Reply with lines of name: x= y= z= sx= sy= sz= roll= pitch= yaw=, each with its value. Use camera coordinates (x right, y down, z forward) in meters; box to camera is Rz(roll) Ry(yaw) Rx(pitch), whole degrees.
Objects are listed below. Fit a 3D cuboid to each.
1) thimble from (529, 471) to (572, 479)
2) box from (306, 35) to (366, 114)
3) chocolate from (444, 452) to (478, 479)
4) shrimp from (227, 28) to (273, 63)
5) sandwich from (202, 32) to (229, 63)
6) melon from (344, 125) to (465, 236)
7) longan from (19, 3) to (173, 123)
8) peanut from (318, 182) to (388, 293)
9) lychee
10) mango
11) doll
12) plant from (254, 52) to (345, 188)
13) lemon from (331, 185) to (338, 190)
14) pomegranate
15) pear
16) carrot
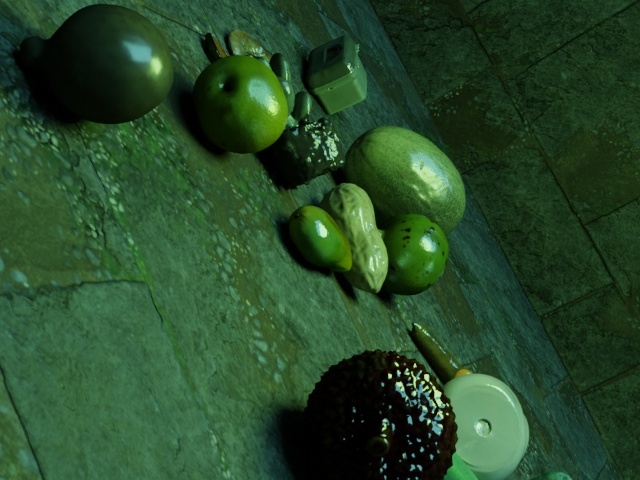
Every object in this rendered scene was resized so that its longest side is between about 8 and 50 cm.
thimble: x=0.520 y=0.625 z=2.074 sx=0.198 sy=0.143 sz=0.235 roll=56 pitch=17 yaw=-13
box: x=0.046 y=-0.443 z=2.452 sx=0.129 sy=0.148 sz=0.210 roll=59 pitch=19 yaw=-29
chocolate: x=0.238 y=0.447 z=1.690 sx=0.291 sy=0.110 sz=0.110 roll=50 pitch=21 yaw=-35
shrimp: x=-0.129 y=-0.393 z=2.070 sx=0.219 sy=0.046 sz=0.152 roll=19 pitch=43 yaw=-57
sandwich: x=-0.205 y=-0.372 z=1.882 sx=0.101 sy=0.026 sz=0.069 roll=51 pitch=16 yaw=-34
melon: x=0.202 y=-0.132 z=2.222 sx=0.329 sy=0.249 sz=0.248 roll=45 pitch=22 yaw=-16
longan: x=-0.303 y=-0.243 z=1.251 sx=0.204 sy=0.159 sz=0.185 roll=4 pitch=29 yaw=-23
peanut: x=0.069 y=-0.010 z=1.905 sx=0.123 sy=0.124 sz=0.256 roll=32 pitch=34 yaw=-54
lychee: x=0.085 y=0.276 z=1.354 sx=0.236 sy=0.236 sz=0.271 roll=59 pitch=-3 yaw=-3
mango: x=-0.002 y=-0.003 z=1.773 sx=0.122 sy=0.085 sz=0.191 roll=57 pitch=6 yaw=23
doll: x=0.301 y=0.381 z=1.860 sx=0.221 sy=0.221 sz=0.251 roll=29 pitch=52 yaw=-56
plant: x=-0.065 y=-0.242 z=1.853 sx=0.274 sy=0.146 sz=0.149 roll=57 pitch=-25 yaw=-2
lemon: x=0.053 y=-0.093 z=2.069 sx=0.083 sy=0.062 sz=0.062 roll=50 pitch=21 yaw=-33
pomegranate: x=0.170 y=0.021 z=2.044 sx=0.248 sy=0.202 sz=0.202 roll=24 pitch=31 yaw=-15
pear: x=-0.140 y=-0.231 z=1.660 sx=0.180 sy=0.166 sz=0.216 roll=54 pitch=-7 yaw=22
carrot: x=0.311 y=0.311 z=2.130 sx=0.342 sy=0.070 sz=0.070 roll=53 pitch=20 yaw=-15
